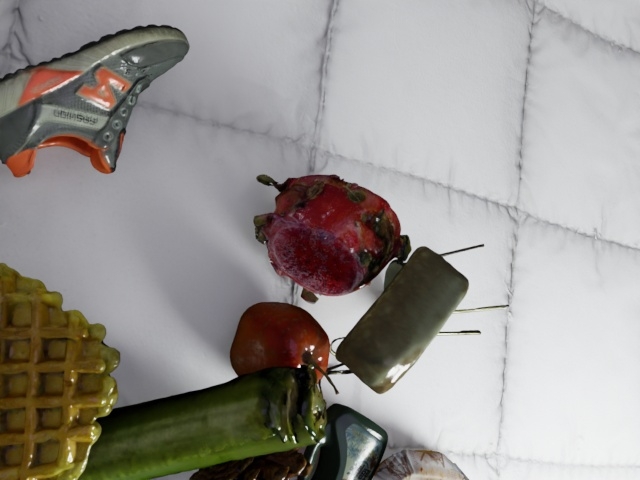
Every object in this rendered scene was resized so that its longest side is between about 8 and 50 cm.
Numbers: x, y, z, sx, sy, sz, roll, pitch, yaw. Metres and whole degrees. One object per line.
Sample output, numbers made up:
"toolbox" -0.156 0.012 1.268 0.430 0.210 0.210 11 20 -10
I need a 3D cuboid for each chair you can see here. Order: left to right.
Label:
"chair" 0.145 0.115 1.173 0.326 0.160 0.170 -8 64 -15

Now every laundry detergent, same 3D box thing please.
"laundry detergent" 0.019 0.395 1.119 0.144 0.078 0.221 41 69 -28

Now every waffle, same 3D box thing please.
"waffle" -0.407 0.191 0.845 0.282 0.058 0.300 23 81 0

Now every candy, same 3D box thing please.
"candy" 0.126 0.119 1.020 0.104 0.102 0.234 39 58 8

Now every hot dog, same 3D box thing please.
"hot dog" 0.184 0.445 1.192 0.268 0.075 0.144 30 75 -39

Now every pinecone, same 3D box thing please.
"pinecone" -0.092 0.375 1.000 0.186 0.168 0.212 -32 123 13

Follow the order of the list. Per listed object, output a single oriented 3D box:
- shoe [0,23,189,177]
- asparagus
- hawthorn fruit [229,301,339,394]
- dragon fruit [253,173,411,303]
"shoe" -0.312 -0.185 0.954 0.336 0.132 0.171 -32 106 -27
"asparagus" -0.183 0.255 0.907 0.382 0.128 0.108 -14 111 3
"hawthorn fruit" -0.047 0.170 1.026 0.163 0.203 0.162 4 82 -31
"dragon fruit" 0.000 0.000 1.083 0.282 0.211 0.147 24 64 3
